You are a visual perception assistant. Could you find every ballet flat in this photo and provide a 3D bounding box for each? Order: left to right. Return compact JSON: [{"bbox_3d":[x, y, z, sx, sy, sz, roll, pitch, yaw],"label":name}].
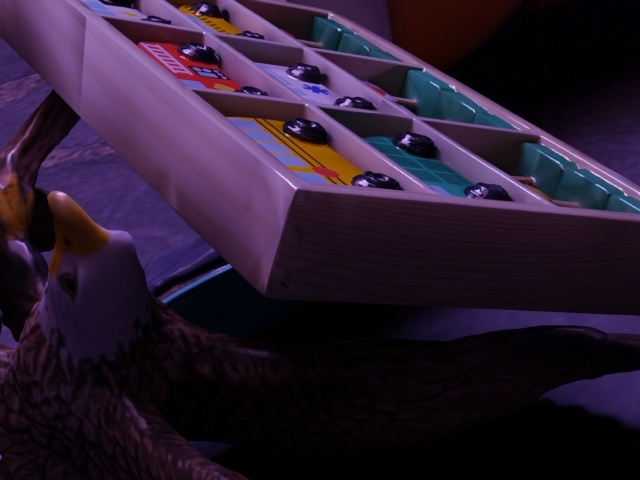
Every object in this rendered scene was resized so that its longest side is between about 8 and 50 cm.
[{"bbox_3d":[0.000,0.000,0.704,0.203,0.074,0.074,-23,25,-2],"label":"ballet flat"}]

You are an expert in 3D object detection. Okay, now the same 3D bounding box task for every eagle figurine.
[{"bbox_3d":[-0.053,0.065,0.525,0.298,0.225,0.226,29,91,21],"label":"eagle figurine"}]

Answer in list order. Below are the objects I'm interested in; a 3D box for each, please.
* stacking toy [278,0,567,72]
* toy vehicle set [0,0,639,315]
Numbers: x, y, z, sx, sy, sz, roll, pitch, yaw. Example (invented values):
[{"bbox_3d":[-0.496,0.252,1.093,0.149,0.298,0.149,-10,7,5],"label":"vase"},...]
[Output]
[{"bbox_3d":[0.174,-0.294,0.867,0.480,0.350,0.350,-17,25,-2],"label":"stacking toy"},{"bbox_3d":[-0.004,-0.047,0.546,0.166,0.035,0.267,4,22,-33],"label":"toy vehicle set"}]
